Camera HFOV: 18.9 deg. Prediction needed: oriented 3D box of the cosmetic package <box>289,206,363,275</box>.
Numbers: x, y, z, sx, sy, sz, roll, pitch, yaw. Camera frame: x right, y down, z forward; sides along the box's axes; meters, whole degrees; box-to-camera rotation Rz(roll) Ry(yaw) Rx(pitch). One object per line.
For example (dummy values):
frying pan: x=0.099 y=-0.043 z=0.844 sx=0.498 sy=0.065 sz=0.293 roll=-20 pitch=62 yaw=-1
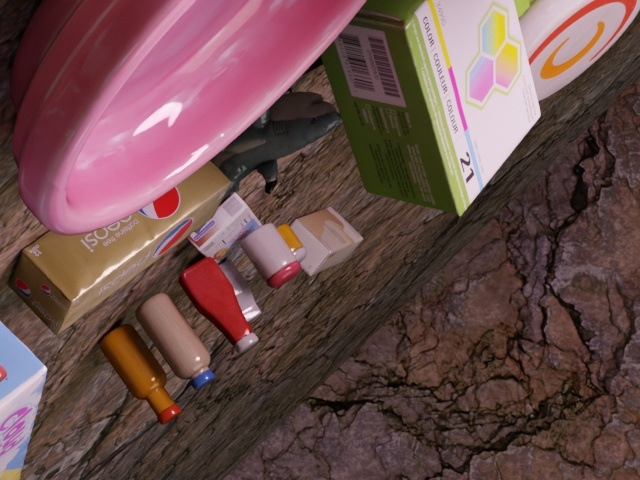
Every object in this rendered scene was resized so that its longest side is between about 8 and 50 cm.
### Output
cosmetic package: x=0.000 y=0.000 z=2.241 sx=0.041 sy=0.060 sz=0.115 roll=-49 pitch=172 yaw=20

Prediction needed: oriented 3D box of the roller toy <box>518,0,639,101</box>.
roller toy: x=0.188 y=-0.229 z=1.767 sx=0.191 sy=0.146 sz=0.209 roll=-27 pitch=158 yaw=-31

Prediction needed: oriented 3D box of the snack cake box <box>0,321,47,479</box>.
snack cake box: x=-0.265 y=0.099 z=1.208 sx=0.089 sy=0.152 sz=0.264 roll=-41 pitch=171 yaw=-25

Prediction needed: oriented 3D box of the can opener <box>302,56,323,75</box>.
can opener: x=0.011 y=-0.150 z=1.496 sx=0.283 sy=0.095 sz=0.076 roll=-34 pitch=166 yaw=-50

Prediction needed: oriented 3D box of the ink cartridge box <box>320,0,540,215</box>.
ink cartridge box: x=0.117 y=-0.176 z=1.502 sx=0.255 sy=0.097 sz=0.188 roll=-49 pitch=137 yaw=-31

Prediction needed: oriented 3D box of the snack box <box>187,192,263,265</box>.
snack box: x=-0.091 y=-0.006 z=1.921 sx=0.064 sy=0.022 sz=0.178 roll=-43 pitch=171 yaw=-2

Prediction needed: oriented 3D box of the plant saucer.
plant saucer: x=-0.072 y=-0.146 z=1.187 sx=0.332 sy=0.084 sz=0.332 roll=-43 pitch=172 yaw=-8

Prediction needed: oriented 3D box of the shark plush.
shark plush: x=-0.058 y=-0.069 z=1.636 sx=0.161 sy=0.067 sz=0.073 roll=-45 pitch=171 yaw=0

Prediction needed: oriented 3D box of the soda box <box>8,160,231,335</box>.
soda box: x=-0.157 y=-0.005 z=1.517 sx=0.181 sy=0.058 sz=0.061 roll=-39 pitch=170 yaw=-34

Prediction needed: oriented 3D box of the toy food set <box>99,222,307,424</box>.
toy food set: x=-0.092 y=0.075 z=1.904 sx=0.232 sy=0.104 sz=0.111 roll=-31 pitch=170 yaw=-22
